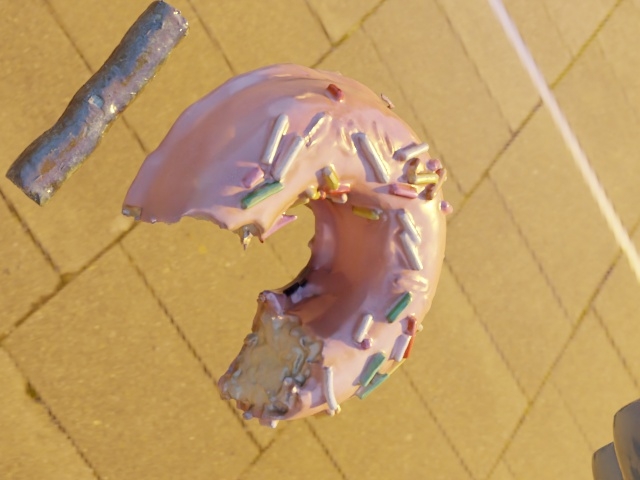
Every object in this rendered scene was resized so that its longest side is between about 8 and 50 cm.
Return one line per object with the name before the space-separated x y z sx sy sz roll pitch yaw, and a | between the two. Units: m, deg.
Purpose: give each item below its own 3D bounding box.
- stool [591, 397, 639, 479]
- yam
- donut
stool | 0.206 0.118 0.357 0.199 0.195 0.195 64 3 18
yam | -0.234 -0.147 1.187 0.061 0.061 0.253 42 82 -27
donut | 0.000 0.000 0.700 0.199 0.085 0.233 -38 125 -20
